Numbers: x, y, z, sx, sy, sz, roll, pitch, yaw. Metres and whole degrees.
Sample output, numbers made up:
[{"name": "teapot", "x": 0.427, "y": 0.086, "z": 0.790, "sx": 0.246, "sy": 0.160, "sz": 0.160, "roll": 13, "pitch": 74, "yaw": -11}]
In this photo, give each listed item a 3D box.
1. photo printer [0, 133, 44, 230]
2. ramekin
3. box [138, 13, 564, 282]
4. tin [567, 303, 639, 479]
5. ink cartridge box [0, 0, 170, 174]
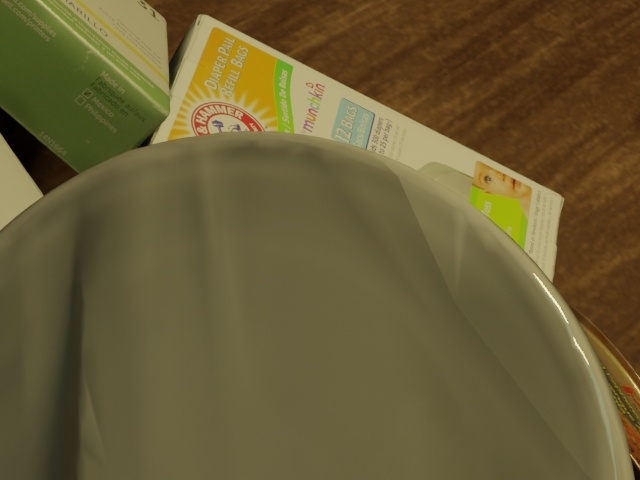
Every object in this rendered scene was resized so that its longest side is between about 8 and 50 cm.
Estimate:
[{"name": "photo printer", "x": -0.257, "y": -0.026, "z": 0.737, "sx": 0.256, "sy": 0.107, "sz": 0.307, "roll": -15, "pitch": 59, "yaw": -43}, {"name": "ramekin", "x": -0.016, "y": 0.104, "z": 0.662, "sx": 0.273, "sy": 0.273, "sz": 0.127, "roll": 52, "pitch": 7, "yaw": 21}, {"name": "box", "x": 0.000, "y": 0.000, "z": 0.888, "sx": 0.203, "sy": 0.103, "sz": 0.114, "roll": 27, "pitch": 40, "yaw": -9}, {"name": "tin", "x": 0.155, "y": 0.113, "z": 0.898, "sx": 0.190, "sy": 0.040, "sz": 0.106, "roll": 56, "pitch": 23, "yaw": 18}, {"name": "ink cartridge box", "x": -0.150, "y": -0.139, "z": 0.870, "sx": 0.171, "sy": 0.056, "sz": 0.235, "roll": 41, "pitch": 16, "yaw": -22}]
